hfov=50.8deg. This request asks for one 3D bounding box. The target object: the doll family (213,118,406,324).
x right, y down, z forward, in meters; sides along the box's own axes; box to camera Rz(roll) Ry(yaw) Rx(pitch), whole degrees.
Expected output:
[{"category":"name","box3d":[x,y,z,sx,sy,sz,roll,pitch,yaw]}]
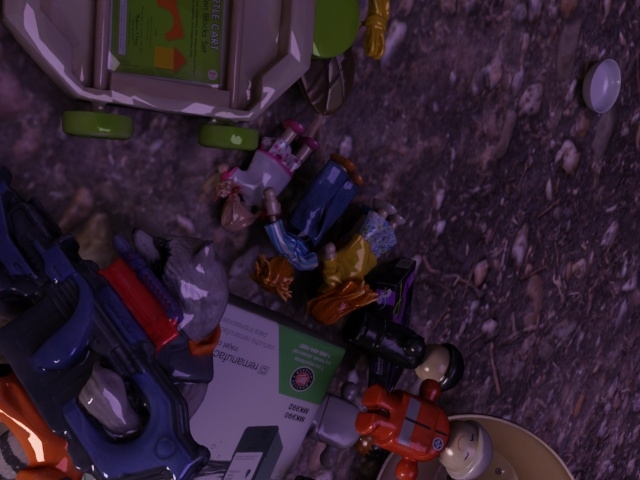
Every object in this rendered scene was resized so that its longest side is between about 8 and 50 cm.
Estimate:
[{"category":"doll family","box3d":[0.000,0.000,0.745,0.163,0.118,0.263,-54,129,-10]}]

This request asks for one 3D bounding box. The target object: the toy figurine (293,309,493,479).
[{"category":"toy figurine","box3d":[0.069,0.209,0.741,0.148,0.213,0.209,26,111,-17]}]

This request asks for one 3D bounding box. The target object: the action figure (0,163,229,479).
[{"category":"action figure","box3d":[-0.223,0.087,0.558,0.330,0.341,0.178,-35,159,3]}]

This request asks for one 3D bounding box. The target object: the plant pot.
[{"category":"plant pot","box3d":[0.227,0.384,0.983,0.284,0.284,0.191,-67,166,0]}]

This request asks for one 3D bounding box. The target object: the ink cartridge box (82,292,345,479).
[{"category":"ink cartridge box","box3d":[-0.133,0.199,0.705,0.211,0.122,0.289,27,86,-40]}]

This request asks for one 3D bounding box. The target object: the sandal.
[{"category":"sandal","box3d":[-0.019,-0.220,0.710,0.072,0.049,0.180,-34,108,-21]}]

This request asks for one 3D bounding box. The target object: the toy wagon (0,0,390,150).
[{"category":"toy wagon","box3d":[-0.094,-0.216,0.603,0.344,0.068,0.267,1,97,-32]}]

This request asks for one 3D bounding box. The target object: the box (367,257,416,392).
[{"category":"box","box3d":[0.094,0.116,0.879,0.116,0.029,0.162,-36,133,-66]}]

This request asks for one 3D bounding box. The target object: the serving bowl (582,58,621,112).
[{"category":"serving bowl","box3d":[0.440,-0.245,1.066,0.083,0.027,0.083,-14,113,-34]}]
